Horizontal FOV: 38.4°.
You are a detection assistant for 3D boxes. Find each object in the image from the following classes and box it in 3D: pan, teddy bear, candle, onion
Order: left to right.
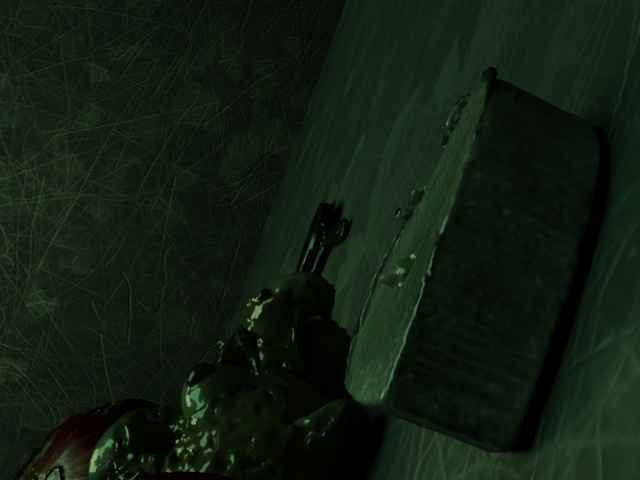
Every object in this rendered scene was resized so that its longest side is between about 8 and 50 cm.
[{"bbox_3d":[-0.335,0.434,1.489,0.341,0.341,0.341,-161,90,-83],"label":"onion"},{"bbox_3d":[-0.061,0.158,0.719,0.267,0.156,0.256,-41,3,-1],"label":"teddy bear"},{"bbox_3d":[0.000,0.000,1.191,0.235,0.028,0.136,137,152,-75],"label":"pan"},{"bbox_3d":[0.065,0.026,0.445,0.168,0.068,0.192,-74,5,-50],"label":"candle"}]

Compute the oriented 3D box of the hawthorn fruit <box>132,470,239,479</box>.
[{"bbox_3d":[-0.052,0.194,0.404,0.205,0.205,0.253,-88,23,-68],"label":"hawthorn fruit"}]
